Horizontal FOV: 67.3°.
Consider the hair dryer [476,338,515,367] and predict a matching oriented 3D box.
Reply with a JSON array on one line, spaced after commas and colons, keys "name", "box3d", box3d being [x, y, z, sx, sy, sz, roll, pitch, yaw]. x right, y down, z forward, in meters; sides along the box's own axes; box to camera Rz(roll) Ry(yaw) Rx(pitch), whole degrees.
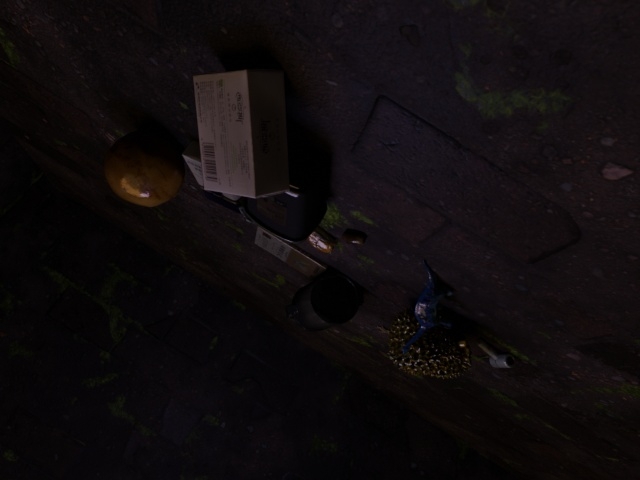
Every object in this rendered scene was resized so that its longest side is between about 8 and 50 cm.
[{"name": "hair dryer", "box3d": [0.588, 0.381, 1.641, 0.137, 0.047, 0.082, 41, 157, -4]}]

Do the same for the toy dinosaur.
[{"name": "toy dinosaur", "box3d": [0.336, 0.201, 1.466, 0.076, 0.144, 0.329, -132, 45, -54]}]

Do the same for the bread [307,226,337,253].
[{"name": "bread", "box3d": [0.000, 0.000, 1.591, 0.106, 0.053, 0.072, 41, 154, -8]}]

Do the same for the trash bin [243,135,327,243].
[{"name": "trash bin", "box3d": [-0.090, -0.124, 1.275, 0.209, 0.182, 0.290, 33, 154, 11]}]

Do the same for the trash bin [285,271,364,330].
[{"name": "trash bin", "box3d": [0.011, 0.251, 1.914, 0.252, 0.203, 0.301, -4, 167, -19]}]

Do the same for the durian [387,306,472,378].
[{"name": "durian", "box3d": [0.369, 0.353, 1.624, 0.292, 0.258, 0.258, 12, 153, 19]}]

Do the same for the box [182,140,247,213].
[{"name": "box", "box3d": [-0.335, -0.201, 1.582, 0.168, 0.071, 0.259, 25, 157, 18]}]

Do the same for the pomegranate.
[{"name": "pomegranate", "box3d": [-0.584, -0.231, 1.611, 0.264, 0.264, 0.264, 27, 158, 12]}]

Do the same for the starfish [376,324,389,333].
[{"name": "starfish", "box3d": [0.289, 0.403, 2.131, 0.086, 0.016, 0.092, 40, 152, -16]}]

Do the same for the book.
[{"name": "book", "box3d": [-0.124, 0.054, 1.924, 0.310, 0.021, 0.217, 32, 159, 0]}]

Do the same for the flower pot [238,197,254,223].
[{"name": "flower pot", "box3d": [-0.133, -0.088, 1.505, 0.229, 0.108, 0.103, 24, 157, 18]}]

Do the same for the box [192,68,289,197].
[{"name": "box", "box3d": [-0.173, -0.234, 1.052, 0.194, 0.111, 0.261, 14, 110, 41]}]

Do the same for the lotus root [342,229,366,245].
[{"name": "lotus root", "box3d": [0.097, -0.010, 1.455, 0.083, 0.037, 0.030, 14, 149, 40]}]
